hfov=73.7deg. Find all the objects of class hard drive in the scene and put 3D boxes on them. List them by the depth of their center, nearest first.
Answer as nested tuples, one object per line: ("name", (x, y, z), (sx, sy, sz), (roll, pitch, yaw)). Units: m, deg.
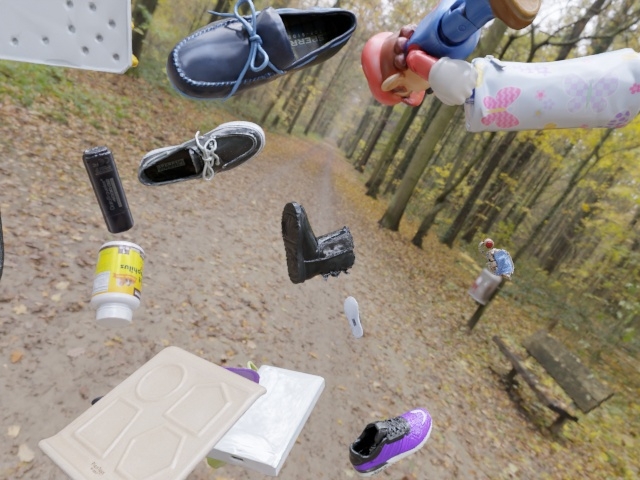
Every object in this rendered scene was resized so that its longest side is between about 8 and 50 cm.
("hard drive", (-0.137, 0.451, 1.115), (0.203, 0.040, 0.307), (5, 23, 21))

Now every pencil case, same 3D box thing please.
("pencil case", (0.381, -0.248, 0.721), (0.273, 0.124, 0.113), (2, 8, 11))

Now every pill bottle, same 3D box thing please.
("pill bottle", (-0.539, 0.118, 1.139), (0.117, 0.117, 0.215), (19, 52, -39))

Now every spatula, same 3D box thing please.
("spatula", (-0.261, 0.277, 0.796), (0.297, 0.084, 0.030), (-4, 44, -22))

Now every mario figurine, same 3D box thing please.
("mario figurine", (0.198, -0.287, 0.641), (0.170, 0.198, 0.320), (65, -24, -5))

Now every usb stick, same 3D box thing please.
("usb stick", (-0.596, -0.134, 1.210), (0.077, 0.278, 0.045), (-24, 48, -27))

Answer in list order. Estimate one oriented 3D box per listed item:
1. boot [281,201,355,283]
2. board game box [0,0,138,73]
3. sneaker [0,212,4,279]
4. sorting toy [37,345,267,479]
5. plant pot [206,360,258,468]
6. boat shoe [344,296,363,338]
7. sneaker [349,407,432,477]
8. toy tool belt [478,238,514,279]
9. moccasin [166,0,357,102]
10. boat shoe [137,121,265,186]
("boot", (0.000, 0.000, 0.593), (0.099, 0.121, 0.045), (-13, 16, -32))
("board game box", (-0.434, -0.441, 0.544), (0.390, 0.389, 0.050), (7, 19, -1))
("sneaker", (-0.464, -0.095, 0.376), (0.447, 0.257, 0.169), (54, 1, -11))
("sorting toy", (-0.199, 0.223, 0.528), (0.193, 0.038, 0.208), (10, 30, 34))
("plant pot", (-0.267, 0.576, 1.374), (0.276, 0.254, 0.276), (56, -10, 15))
("boat shoe", (0.113, 0.263, 1.457), (0.049, 0.142, 0.040), (-13, -8, 5))
("sneaker", (0.212, 0.597, 1.308), (0.102, 0.293, 0.146), (41, -22, 57))
("toy tool belt", (0.353, 0.037, 0.849), (0.083, 0.052, 0.051), (61, 8, -9))
("moccasin", (-0.088, -0.336, 0.704), (0.117, 0.342, 0.137), (2, -58, 59))
("boat shoe", (-0.276, -0.198, 1.001), (0.306, 0.113, 0.105), (-13, 27, -6))
